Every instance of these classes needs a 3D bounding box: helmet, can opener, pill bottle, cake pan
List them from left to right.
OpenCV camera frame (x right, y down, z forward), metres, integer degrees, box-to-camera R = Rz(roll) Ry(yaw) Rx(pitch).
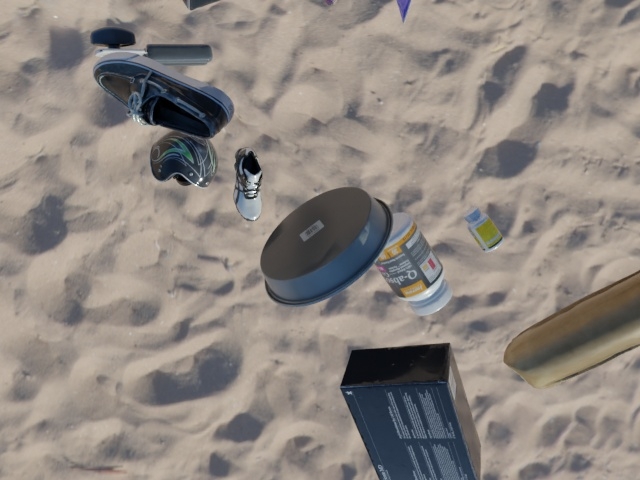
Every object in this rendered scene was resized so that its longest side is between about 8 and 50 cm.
[{"bbox_3d":[-0.400,-0.460,1.440,0.280,0.074,0.093,-4,97,-26],"label":"can opener"},{"bbox_3d":[-0.356,-0.217,1.609,0.161,0.169,0.169,-8,115,20],"label":"helmet"},{"bbox_3d":[0.000,0.000,1.163,0.293,0.293,0.054,-38,120,-1],"label":"cake pan"},{"bbox_3d":[0.254,0.071,1.720,0.162,0.162,0.278,-36,109,-2],"label":"pill bottle"},{"bbox_3d":[0.431,-0.032,1.603,0.065,0.065,0.116,-38,100,-1],"label":"pill bottle"}]

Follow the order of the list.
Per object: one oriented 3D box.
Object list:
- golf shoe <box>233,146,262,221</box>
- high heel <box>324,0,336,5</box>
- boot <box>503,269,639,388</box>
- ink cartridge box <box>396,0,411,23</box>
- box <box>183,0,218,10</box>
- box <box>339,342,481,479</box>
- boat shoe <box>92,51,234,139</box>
[{"bbox_3d":[-0.189,-0.146,1.577,0.077,0.094,0.198,-10,97,-18],"label":"golf shoe"},{"bbox_3d":[-0.012,-0.763,1.655,0.082,0.244,0.117,-19,148,24],"label":"high heel"},{"bbox_3d":[0.291,0.071,0.580,0.236,0.089,0.269,10,142,-41],"label":"boot"},{"bbox_3d":[0.087,-0.412,0.726,0.045,0.206,0.208,-6,71,-8],"label":"ink cartridge box"},{"bbox_3d":[-0.100,-0.687,0.922,0.471,0.297,0.480,-26,75,-18],"label":"box"},{"bbox_3d":[0.166,0.314,1.058,0.184,0.103,0.261,-10,119,21],"label":"box"},{"bbox_3d":[-0.326,-0.272,1.175,0.306,0.105,0.113,24,142,6],"label":"boat shoe"}]
